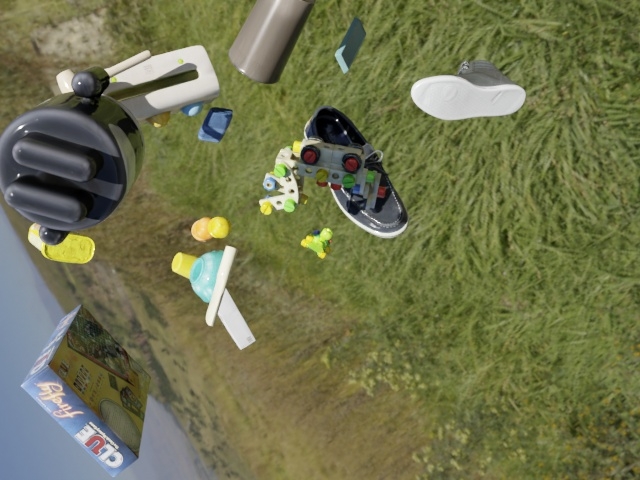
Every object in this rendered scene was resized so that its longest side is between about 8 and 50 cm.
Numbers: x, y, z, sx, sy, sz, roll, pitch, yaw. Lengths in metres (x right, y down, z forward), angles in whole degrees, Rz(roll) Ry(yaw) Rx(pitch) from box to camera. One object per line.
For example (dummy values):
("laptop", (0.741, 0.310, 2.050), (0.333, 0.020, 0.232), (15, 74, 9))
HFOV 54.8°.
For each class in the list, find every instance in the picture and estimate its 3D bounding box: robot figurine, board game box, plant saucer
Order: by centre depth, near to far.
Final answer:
("board game box", (-0.311, 0.195, 0.856), (0.165, 0.042, 0.243), (53, 178, -16))
("robot figurine", (-0.348, -0.118, 0.873), (0.173, 0.209, 0.278), (56, -173, -22))
("plant saucer", (0.090, -0.564, 1.776), (0.018, 0.192, 0.067), (-3, 138, 34))

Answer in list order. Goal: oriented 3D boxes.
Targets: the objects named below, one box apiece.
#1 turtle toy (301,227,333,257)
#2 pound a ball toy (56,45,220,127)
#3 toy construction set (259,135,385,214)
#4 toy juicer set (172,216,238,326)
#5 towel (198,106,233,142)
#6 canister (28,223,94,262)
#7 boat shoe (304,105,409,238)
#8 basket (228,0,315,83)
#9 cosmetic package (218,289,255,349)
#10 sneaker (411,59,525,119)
("turtle toy", (0.000, 0.000, 2.051), (0.095, 0.066, 0.130), (34, 153, -8))
("pound a ball toy", (-0.368, -0.301, 1.282), (0.208, 0.319, 0.136), (-3, 109, 65))
("toy construction set", (0.014, -0.152, 1.559), (0.151, 0.328, 0.215), (-97, 13, -54))
("toy juicer set", (-0.253, 0.054, 1.524), (0.209, 0.089, 0.329), (-62, 34, 8))
("towel", (-0.278, -0.306, 1.633), (0.119, 0.067, 0.029), (-47, 46, 49))
("canister", (-0.688, 0.003, 1.631), (0.170, 0.126, 0.073), (18, 96, 49))
("boat shoe", (0.110, -0.223, 1.970), (0.500, 0.187, 0.156), (58, 167, 14))
("basket", (-0.121, -0.552, 1.601), (0.227, 0.154, 0.204), (-55, 17, 32))
("cosmetic package", (-0.288, 0.220, 1.916), (0.099, 0.060, 0.239), (42, 159, 57))
("sneaker", (0.333, -0.370, 1.490), (0.147, 0.296, 0.104), (-114, 28, -46))
